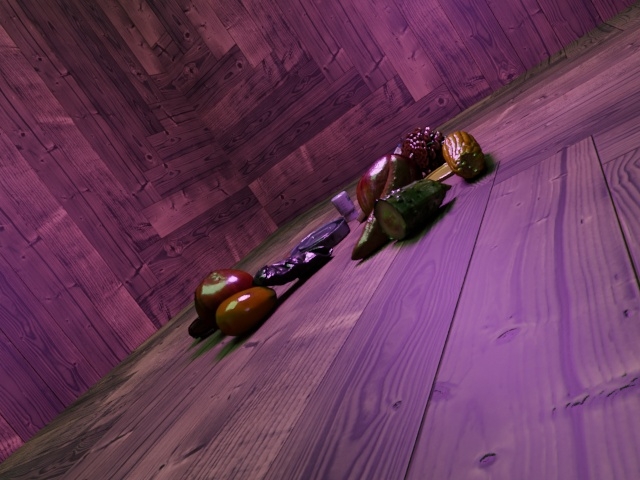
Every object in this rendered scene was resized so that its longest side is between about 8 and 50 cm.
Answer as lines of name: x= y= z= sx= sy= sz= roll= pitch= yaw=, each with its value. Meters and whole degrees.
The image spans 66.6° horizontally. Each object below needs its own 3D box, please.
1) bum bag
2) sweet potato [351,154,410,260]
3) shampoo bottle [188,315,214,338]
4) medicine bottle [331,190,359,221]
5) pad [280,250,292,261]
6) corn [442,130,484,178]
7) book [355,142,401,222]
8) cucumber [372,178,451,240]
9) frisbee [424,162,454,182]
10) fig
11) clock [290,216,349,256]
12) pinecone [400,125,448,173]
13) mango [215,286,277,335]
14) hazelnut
bum bag: x=-0.103 y=0.100 z=1.705 sx=0.340 sy=0.095 sz=0.144 roll=-23 pitch=-5 yaw=-38
sweet potato: x=0.196 y=-0.081 z=1.456 sx=0.092 sy=0.114 sz=0.342 roll=17 pitch=82 yaw=63
shampoo bottle: x=-0.449 y=0.307 z=2.033 sx=0.129 sy=0.084 sz=0.323 roll=-31 pitch=8 yaw=8
medicine bottle: x=0.117 y=-0.154 z=2.250 sx=0.080 sy=0.130 sz=0.080 roll=-35 pitch=8 yaw=6
pad: x=-0.085 y=0.046 z=2.302 sx=0.284 sy=0.018 sz=0.286 roll=-32 pitch=8 yaw=14
corn: x=0.463 y=-0.278 z=1.586 sx=0.120 sy=0.120 sz=0.363 roll=-32 pitch=14 yaw=22
book: x=0.268 y=-0.263 z=2.139 sx=0.300 sy=0.039 sz=0.428 roll=-62 pitch=-3 yaw=24
cucumber: x=0.275 y=-0.106 z=1.373 sx=0.244 sy=0.134 sz=0.134 roll=-29 pitch=5 yaw=-23
frisbee: x=0.477 y=-0.266 z=1.826 sx=0.236 sy=0.017 sz=0.236 roll=-34 pitch=7 yaw=5
fig: x=0.229 y=-0.169 z=1.606 sx=0.224 sy=0.224 sz=0.263 roll=-27 pitch=11 yaw=46
clock: x=0.000 y=0.000 z=2.037 sx=0.280 sy=0.055 sz=0.280 roll=-33 pitch=11 yaw=7
pinecone: x=0.443 y=-0.377 z=2.022 sx=0.207 sy=0.208 sz=0.208 roll=-34 pitch=8 yaw=5
mango: x=-0.236 y=0.218 z=1.547 sx=0.151 sy=0.120 sz=0.221 roll=-19 pitch=9 yaw=39
hazelnut: x=-0.344 y=0.203 z=1.775 sx=0.217 sy=0.217 sz=0.251 roll=-27 pitch=10 yaw=44
